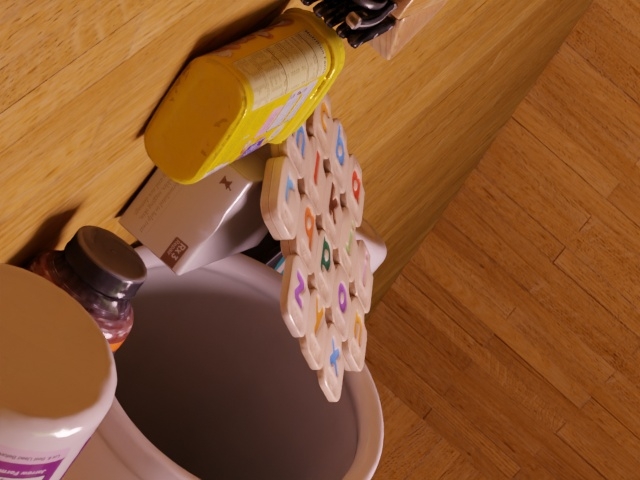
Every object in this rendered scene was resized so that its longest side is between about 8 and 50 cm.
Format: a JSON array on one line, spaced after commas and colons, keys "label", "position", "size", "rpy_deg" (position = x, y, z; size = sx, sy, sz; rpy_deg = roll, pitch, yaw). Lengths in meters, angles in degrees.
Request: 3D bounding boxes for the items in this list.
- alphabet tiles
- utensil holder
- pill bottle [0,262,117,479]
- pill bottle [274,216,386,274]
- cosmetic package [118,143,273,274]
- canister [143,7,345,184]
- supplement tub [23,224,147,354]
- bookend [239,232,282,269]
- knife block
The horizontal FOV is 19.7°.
[{"label": "alphabet tiles", "position": [0.000, 0.000, 1.765], "size": [0.284, 0.021, 0.278], "rpy_deg": [63, 28, -50]}, {"label": "utensil holder", "position": [-0.172, 0.245, 1.868], "size": [0.385, 0.327, 0.327], "rpy_deg": [-52, 171, 36]}, {"label": "pill bottle", "position": [-0.292, 0.171, 1.405], "size": [0.301, 0.169, 0.169], "rpy_deg": [-53, 171, 32]}, {"label": "pill bottle", "position": [-0.051, 0.064, 2.290], "size": [0.264, 0.146, 0.146], "rpy_deg": [-49, 172, 11]}, {"label": "cosmetic package", "position": [-0.091, -0.047, 1.750], "size": [0.117, 0.085, 0.231], "rpy_deg": [-51, 170, 14]}, {"label": "canister", "position": [-0.064, -0.122, 1.563], "size": [0.126, 0.073, 0.170], "rpy_deg": [-52, 170, 32]}, {"label": "supplement tub", "position": [-0.228, 0.081, 1.546], "size": [0.198, 0.106, 0.106], "rpy_deg": [-52, 172, 20]}, {"label": "bookend", "position": [-0.079, 0.052, 2.029], "size": [0.156, 0.157, 0.072], "rpy_deg": [-40, 169, -44]}, {"label": "knife block", "position": [0.087, -0.272, 1.593], "size": [0.276, 0.088, 0.242], "rpy_deg": [-45, 172, -18]}]
